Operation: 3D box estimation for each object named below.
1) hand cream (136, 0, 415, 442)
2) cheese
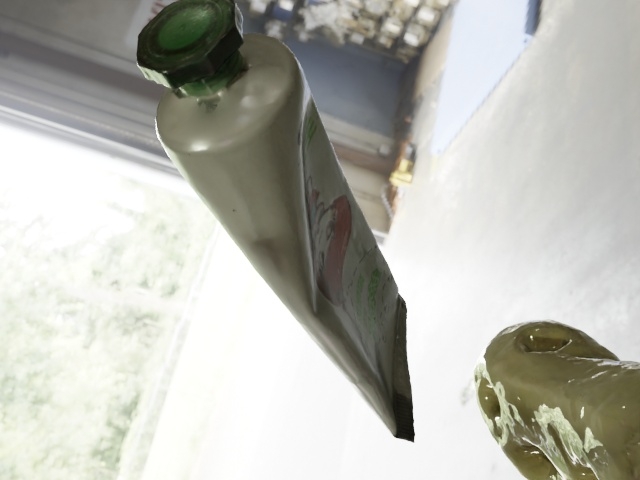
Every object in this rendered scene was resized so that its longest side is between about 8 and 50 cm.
[{"bbox_3d":[0.000,0.000,0.515,0.336,0.076,0.121,57,-149,-48],"label":"hand cream"},{"bbox_3d":[0.304,0.268,0.959,0.351,0.129,0.328,-157,47,-72],"label":"cheese"}]
